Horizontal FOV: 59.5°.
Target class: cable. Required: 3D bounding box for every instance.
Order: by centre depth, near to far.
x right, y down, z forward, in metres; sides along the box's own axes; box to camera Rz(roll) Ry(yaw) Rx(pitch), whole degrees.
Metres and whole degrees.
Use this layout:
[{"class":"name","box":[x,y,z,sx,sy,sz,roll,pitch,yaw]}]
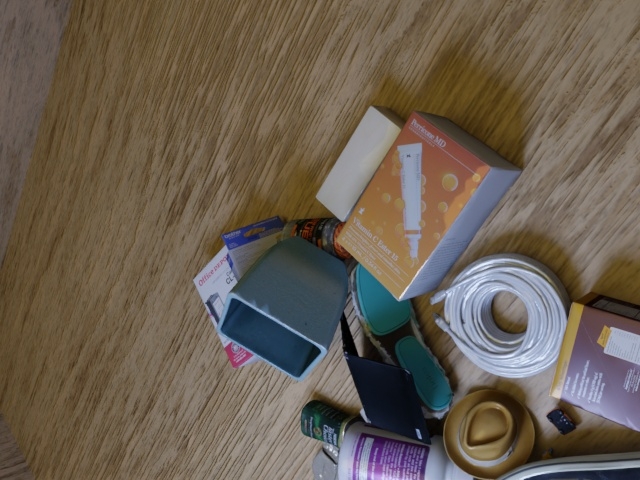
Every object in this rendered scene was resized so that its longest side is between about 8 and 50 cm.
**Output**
[{"class":"cable","box":[0.388,0.155,1.166,0.257,0.089,0.257,-48,66,31]}]

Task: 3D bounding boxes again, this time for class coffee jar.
[{"class":"coffee jar","box":[0.037,0.496,1.481,0.184,0.079,0.096,9,104,38]}]

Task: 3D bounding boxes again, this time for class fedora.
[{"class":"fedora","box":[0.349,0.397,1.169,0.194,0.079,0.194,-10,56,14]}]

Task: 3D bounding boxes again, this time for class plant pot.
[{"class":"plant pot","box":[-0.068,0.142,1.345,0.247,0.252,0.247,31,146,1]}]

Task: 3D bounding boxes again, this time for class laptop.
[{"class":"laptop","box":[0.142,0.302,1.281,0.136,0.264,0.234,-15,120,6]}]

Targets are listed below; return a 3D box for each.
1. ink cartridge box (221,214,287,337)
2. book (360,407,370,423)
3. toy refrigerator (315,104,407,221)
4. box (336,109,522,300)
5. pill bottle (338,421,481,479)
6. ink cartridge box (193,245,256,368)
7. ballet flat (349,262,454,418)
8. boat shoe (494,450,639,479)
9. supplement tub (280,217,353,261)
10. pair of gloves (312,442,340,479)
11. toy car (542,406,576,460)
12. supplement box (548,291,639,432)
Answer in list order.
[{"class":"ink cartridge box","box":[-0.127,0.096,1.513,0.311,0.185,0.065,62,156,15]},{"class":"book","box":[0.168,0.422,1.402,0.096,0.035,0.144,50,121,28]},{"class":"toy refrigerator","box":[0.109,-0.184,1.358,0.102,0.094,0.270,43,119,20]},{"class":"box","box":[0.227,-0.073,1.222,0.215,0.168,0.345,44,119,27]},{"class":"pill bottle","box":[0.206,0.522,1.278,0.301,0.169,0.169,2,95,26]},{"class":"ink cartridge box","box":[-0.213,0.180,1.623,0.226,0.131,0.306,-42,70,34]},{"class":"ballet flat","box":[0.168,0.235,1.330,0.147,0.147,0.409,-35,72,35]},{"class":"boat shoe","box":[0.511,0.501,1.023,0.500,0.156,0.187,-26,122,35]},{"class":"supplement tub","box":[0.000,0.000,1.444,0.190,0.117,0.117,-2,93,38]},{"class":"pair of gloves","box":[0.075,0.658,1.492,0.240,0.042,0.204,20,110,38]},{"class":"toy car","box":[0.471,0.392,1.148,0.060,0.040,0.122,31,112,10]},{"class":"supplement box","box":[0.549,0.218,1.014,0.194,0.129,0.191,18,105,36]}]
